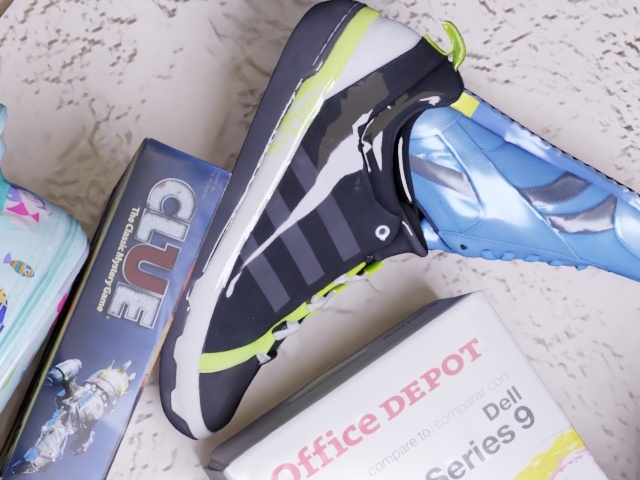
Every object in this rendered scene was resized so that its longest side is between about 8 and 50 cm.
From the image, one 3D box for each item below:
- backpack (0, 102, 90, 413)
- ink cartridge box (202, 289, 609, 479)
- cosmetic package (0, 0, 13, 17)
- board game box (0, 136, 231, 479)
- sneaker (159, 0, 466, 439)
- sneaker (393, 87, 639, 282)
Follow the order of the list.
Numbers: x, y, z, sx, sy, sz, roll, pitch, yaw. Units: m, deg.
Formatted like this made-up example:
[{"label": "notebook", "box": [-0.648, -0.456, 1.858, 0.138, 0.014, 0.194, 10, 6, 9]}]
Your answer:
[{"label": "backpack", "box": [-0.213, 0.018, 0.784, 0.191, 0.253, 0.225, 33, 78, -6]}, {"label": "ink cartridge box", "box": [0.065, 0.152, 0.907, 0.154, 0.093, 0.212, -33, 90, -12]}, {"label": "cosmetic package", "box": [-0.165, -0.150, 0.918, 0.060, 0.041, 0.115, 35, 79, -5]}, {"label": "board game box", "box": [-0.114, 0.082, 0.842, 0.042, 0.165, 0.243, 23, 81, -8]}, {"label": "sneaker", "box": [0.000, 0.000, 0.880, 0.097, 0.084, 0.235, 24, 103, 6]}, {"label": "sneaker", "box": [0.099, -0.015, 0.947, 0.209, 0.069, 0.082, 29, 91, -6]}]
